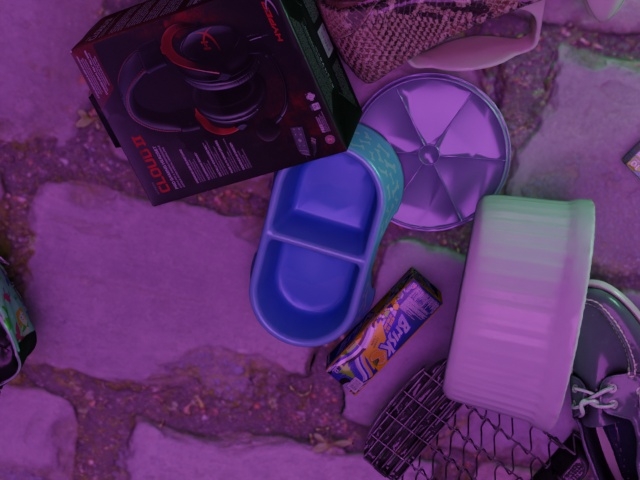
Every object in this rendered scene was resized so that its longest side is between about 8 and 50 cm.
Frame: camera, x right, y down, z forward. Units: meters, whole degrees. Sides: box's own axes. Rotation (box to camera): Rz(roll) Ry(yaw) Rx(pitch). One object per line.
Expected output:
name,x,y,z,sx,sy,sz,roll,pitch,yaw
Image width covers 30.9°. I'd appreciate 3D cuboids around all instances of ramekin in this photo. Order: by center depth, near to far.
ramekin,0.230,0.077,1.371,0.135,0.277,0.277,10,105,7

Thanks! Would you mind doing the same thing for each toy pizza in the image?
toy pizza,0.135,-0.110,1.442,0.201,0.032,0.201,2,107,6

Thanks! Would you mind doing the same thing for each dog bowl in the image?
dog bowl,0.000,0.000,1.439,0.165,0.074,0.297,17,110,5

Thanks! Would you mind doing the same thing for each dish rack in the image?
dish rack,0.201,0.282,1.525,0.271,0.074,0.208,38,101,-6

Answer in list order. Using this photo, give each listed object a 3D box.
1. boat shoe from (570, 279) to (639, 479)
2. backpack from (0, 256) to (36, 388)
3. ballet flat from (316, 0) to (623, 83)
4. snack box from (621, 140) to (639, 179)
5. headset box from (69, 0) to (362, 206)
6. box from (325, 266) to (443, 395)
boat shoe,0.372,0.207,1.461,0.116,0.099,0.320,-4,110,44
backpack,-0.494,0.078,1.433,0.225,0.191,0.254,-26,109,6
ballet flat,0.238,-0.308,1.345,0.482,0.164,0.182,-20,124,13
snack box,0.459,-0.085,1.436,0.141,0.037,0.100,42,103,-8
headset box,-0.130,-0.179,1.348,0.293,0.110,0.218,-14,117,22
box,0.081,0.117,1.490,0.054,0.059,0.169,42,102,-7
